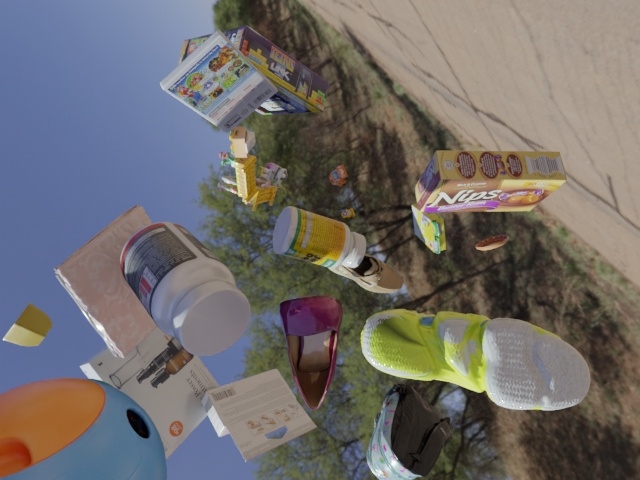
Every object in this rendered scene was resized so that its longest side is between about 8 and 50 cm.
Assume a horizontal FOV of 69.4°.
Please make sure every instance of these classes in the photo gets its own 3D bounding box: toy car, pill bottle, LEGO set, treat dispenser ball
[{"bbox_3d":[0.050,-0.110,1.069,0.060,0.040,0.122,168,86,-79],"label":"toy car"},{"bbox_3d":[0.000,0.000,1.115,0.208,0.118,0.118,17,-152,-23],"label":"pill bottle"},{"bbox_3d":[-0.170,-0.146,0.989,0.107,0.132,0.287,22,177,15],"label":"LEGO set"},{"bbox_3d":[-0.350,0.326,0.597,0.288,0.288,0.288,49,-167,-15],"label":"treat dispenser ball"},{"bbox_3d":[-0.336,0.111,1.137,0.363,0.210,0.210,33,176,44],"label":"pill bottle"}]

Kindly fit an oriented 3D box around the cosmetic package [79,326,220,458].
[{"bbox_3d":[-0.519,0.451,1.475,0.377,0.097,0.284,57,-135,-10],"label":"cosmetic package"}]

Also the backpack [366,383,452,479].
[{"bbox_3d":[0.173,0.403,0.936,0.151,0.115,0.182,35,-145,3],"label":"backpack"}]

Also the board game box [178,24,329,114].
[{"bbox_3d":[-0.094,-0.238,0.671,0.141,0.048,0.170,10,176,40],"label":"board game box"}]

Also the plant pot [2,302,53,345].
[{"bbox_3d":[-0.777,0.236,1.242,0.083,0.081,0.081,37,-156,-23],"label":"plant pot"}]

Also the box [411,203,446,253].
[{"bbox_3d":[0.326,-0.039,1.378,0.179,0.043,0.105,-111,9,-66],"label":"box"}]

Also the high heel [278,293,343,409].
[{"bbox_3d":[-0.009,0.228,0.921,0.377,0.127,0.182,79,-174,-66],"label":"high heel"}]

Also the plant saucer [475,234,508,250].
[{"bbox_3d":[0.442,0.007,1.189,0.083,0.083,0.013,-56,-55,-77],"label":"plant saucer"}]

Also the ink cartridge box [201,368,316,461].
[{"bbox_3d":[-0.200,0.570,1.512,0.296,0.066,0.261,-4,-138,-45],"label":"ink cartridge box"}]

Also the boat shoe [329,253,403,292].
[{"bbox_3d":[0.185,0.118,1.761,0.340,0.122,0.110,19,165,-20],"label":"boat shoe"}]

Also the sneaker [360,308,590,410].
[{"bbox_3d":[0.167,0.125,0.534,0.239,0.091,0.126,13,174,8],"label":"sneaker"}]

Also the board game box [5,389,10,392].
[{"bbox_3d":[-0.646,0.553,1.036,0.050,0.389,0.390,88,-165,-50],"label":"board game box"}]

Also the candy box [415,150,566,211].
[{"bbox_3d":[0.249,-0.087,0.696,0.109,0.186,0.053,105,162,-68],"label":"candy box"}]

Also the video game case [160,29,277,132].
[{"bbox_3d":[-0.113,-0.179,0.538,0.011,0.087,0.122,60,-166,22],"label":"video game case"}]

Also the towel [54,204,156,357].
[{"bbox_3d":[-0.552,0.115,1.337,0.317,0.053,0.332,-53,-47,-46],"label":"towel"}]

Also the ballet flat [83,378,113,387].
[{"bbox_3d":[-0.439,0.378,0.856,0.087,0.248,0.083,18,-179,-42],"label":"ballet flat"}]
